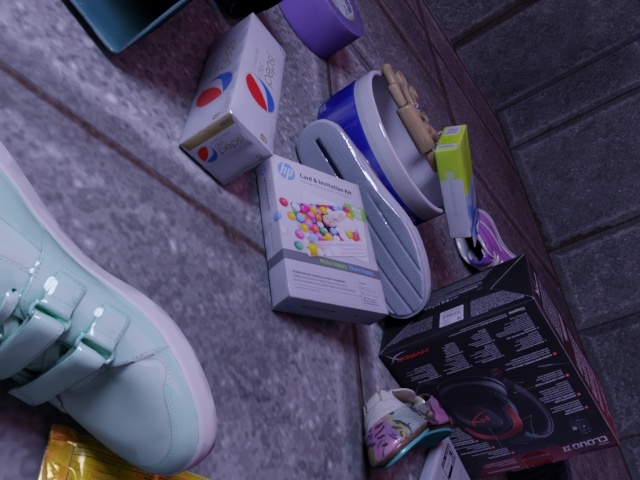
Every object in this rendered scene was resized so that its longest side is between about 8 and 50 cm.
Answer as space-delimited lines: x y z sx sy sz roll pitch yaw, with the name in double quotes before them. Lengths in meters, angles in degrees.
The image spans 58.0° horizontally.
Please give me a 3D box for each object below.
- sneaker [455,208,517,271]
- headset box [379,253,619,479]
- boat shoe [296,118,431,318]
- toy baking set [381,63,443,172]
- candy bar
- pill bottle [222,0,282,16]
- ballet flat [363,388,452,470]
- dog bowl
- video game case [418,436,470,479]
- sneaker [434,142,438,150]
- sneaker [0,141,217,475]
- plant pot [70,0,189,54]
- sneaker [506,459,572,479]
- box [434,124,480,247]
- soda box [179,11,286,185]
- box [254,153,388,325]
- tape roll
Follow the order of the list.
"sneaker" 0.401 0.067 1.349 0.282 0.102 0.161 53 29 2
"headset box" 0.252 0.196 0.803 0.293 0.218 0.110 54 28 -18
"boat shoe" 0.072 -0.037 0.812 0.303 0.109 0.094 64 24 7
"toy baking set" 0.186 -0.199 1.013 0.256 0.030 0.197 59 26 -10
"candy bar" -0.111 0.165 0.384 0.161 0.018 0.040 41 38 -40
"pill bottle" -0.122 -0.434 0.788 0.219 0.122 0.123 62 26 -5
"ballet flat" 0.096 0.213 0.679 0.079 0.077 0.221 54 16 24
"dog bowl" 0.111 -0.146 0.981 0.265 0.104 0.265 44 32 -37
"video game case" 0.171 0.376 0.711 0.193 0.023 0.212 63 25 -2
"sneaker" 0.213 -0.186 1.255 0.281 0.105 0.115 21 15 -50
"sneaker" -0.169 0.055 0.287 0.256 0.094 0.151 50 22 -7
"plant pot" -0.161 -0.323 0.587 0.165 0.165 0.234 54 20 -20
"sneaker" 0.373 0.322 1.035 0.131 0.112 0.319 17 53 -53
"box" 0.231 -0.089 0.961 0.109 0.042 0.178 -58 138 -54
"soda box" -0.093 -0.167 0.655 0.069 0.073 0.216 44 32 -35
"box" 0.000 0.000 0.679 0.145 0.038 0.186 16 50 -37
"tape roll" -0.004 -0.439 1.062 0.189 0.080 0.189 44 32 -37
